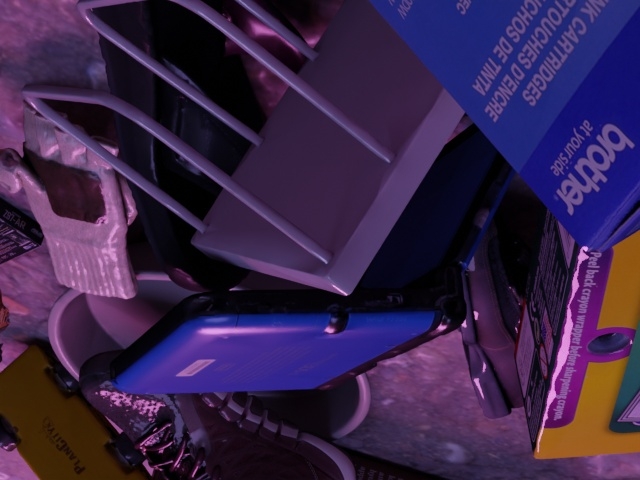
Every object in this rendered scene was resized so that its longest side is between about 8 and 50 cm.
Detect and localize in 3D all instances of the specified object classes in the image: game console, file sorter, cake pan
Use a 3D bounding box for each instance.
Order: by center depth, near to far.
[{"bbox_3d":[-0.015,-0.140,1.104,0.173,0.278,0.193,36,170,-24],"label":"file sorter"},{"bbox_3d":[0.000,0.000,1.326,0.250,0.173,0.293,0,167,-17],"label":"game console"},{"bbox_3d":[-0.094,0.092,1.735,0.293,0.054,0.293,10,147,7],"label":"cake pan"}]

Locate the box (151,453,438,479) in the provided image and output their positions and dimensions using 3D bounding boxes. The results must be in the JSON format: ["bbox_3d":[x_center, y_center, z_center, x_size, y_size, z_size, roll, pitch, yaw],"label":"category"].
[{"bbox_3d":[0.006,0.314,1.909,0.381,0.191,0.143,17,148,-2],"label":"box"}]

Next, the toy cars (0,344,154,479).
[{"bbox_3d":[-0.334,0.183,1.886,0.393,0.176,0.087,7,172,12],"label":"toy cars"}]

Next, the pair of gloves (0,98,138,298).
[{"bbox_3d":[-0.262,-0.043,1.563,0.240,0.042,0.204,16,137,10],"label":"pair of gloves"}]

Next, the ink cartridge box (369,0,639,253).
[{"bbox_3d":[0.149,-0.182,0.869,0.395,0.270,0.151,51,151,11],"label":"ink cartridge box"}]

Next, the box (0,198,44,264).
[{"bbox_3d":[-0.288,-0.008,1.694,0.067,0.018,0.083,36,142,-29],"label":"box"}]

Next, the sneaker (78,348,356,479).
[{"bbox_3d":[-0.098,0.215,1.721,0.281,0.162,0.106,28,145,-20],"label":"sneaker"}]

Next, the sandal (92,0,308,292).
[{"bbox_3d":[-0.065,-0.104,1.319,0.107,0.167,0.446,11,147,16],"label":"sandal"}]

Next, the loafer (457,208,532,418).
[{"bbox_3d":[0.151,0.044,1.544,0.095,0.109,0.302,-12,149,5],"label":"loafer"}]

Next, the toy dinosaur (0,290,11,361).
[{"bbox_3d":[-0.411,0.074,1.764,0.322,0.164,0.218,21,116,48],"label":"toy dinosaur"}]

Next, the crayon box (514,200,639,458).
[{"bbox_3d":[0.309,0.015,1.342,0.313,0.106,0.363,-5,147,-4],"label":"crayon box"}]

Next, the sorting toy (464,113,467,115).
[{"bbox_3d":[0.120,-0.102,1.367,0.102,0.042,0.061,-2,144,25],"label":"sorting toy"}]
